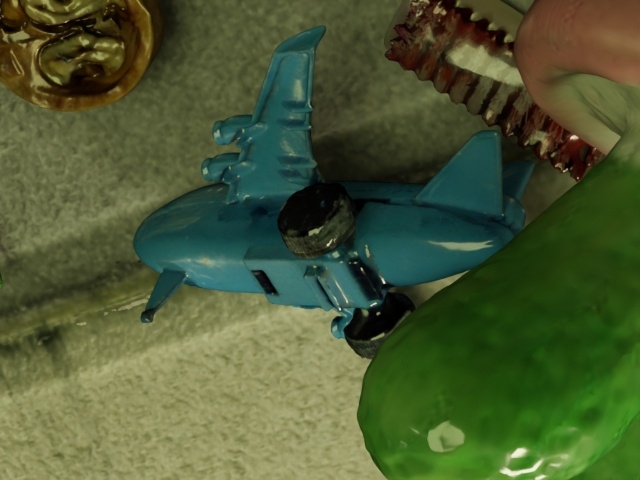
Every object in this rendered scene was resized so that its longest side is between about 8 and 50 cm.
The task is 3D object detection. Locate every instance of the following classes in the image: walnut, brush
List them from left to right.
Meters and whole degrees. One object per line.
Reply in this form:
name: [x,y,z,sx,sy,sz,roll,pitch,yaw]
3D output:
walnut: [-0.138,-0.124,0.946,0.121,0.052,0.091,-3,110,26]
brush: [0.172,-0.037,0.851,0.321,0.050,0.060,33,115,7]

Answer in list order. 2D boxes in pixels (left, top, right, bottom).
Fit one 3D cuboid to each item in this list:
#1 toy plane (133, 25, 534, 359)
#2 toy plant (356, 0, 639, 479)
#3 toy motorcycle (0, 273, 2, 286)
toy plane: [0.000,0.000,0.899,0.271,0.105,0.254,-8,129,30]
toy plant: [0.182,-0.019,0.720,0.211,0.317,0.356,20,85,28]
toy motorcycle: [-0.275,-0.045,1.031,0.106,0.074,0.190,-19,101,19]
